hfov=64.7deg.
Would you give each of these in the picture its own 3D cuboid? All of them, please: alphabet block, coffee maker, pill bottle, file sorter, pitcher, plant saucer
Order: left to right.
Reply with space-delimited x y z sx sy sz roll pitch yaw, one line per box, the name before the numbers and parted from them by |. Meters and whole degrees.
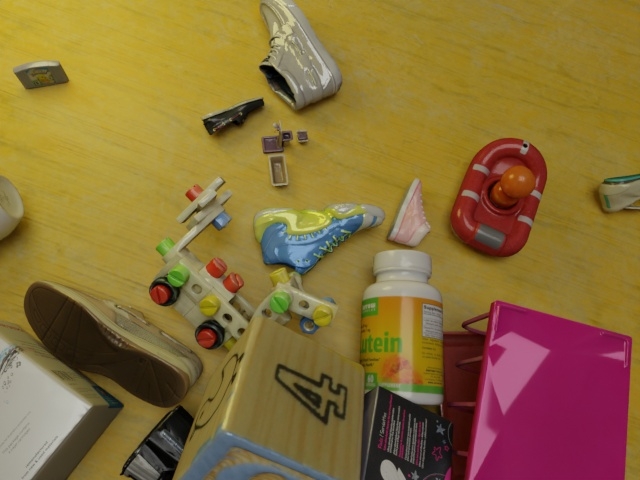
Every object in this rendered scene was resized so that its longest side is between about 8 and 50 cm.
pitcher | -0.605 -0.011 0.841 0.207 0.125 0.177 -22 97 -1
coffee maker | -0.182 0.344 0.779 0.178 0.120 0.171 41 34 6
alphabet block | -0.065 0.262 0.705 0.193 0.192 0.197 30 32 -13
pill bottle | 0.136 0.146 0.850 0.137 0.136 0.245 5 72 -4
plant saucer | 0.326 0.289 0.873 0.259 0.047 0.258 1 72 -6
file sorter | 0.303 0.270 0.756 0.202 0.182 0.290 16 71 0

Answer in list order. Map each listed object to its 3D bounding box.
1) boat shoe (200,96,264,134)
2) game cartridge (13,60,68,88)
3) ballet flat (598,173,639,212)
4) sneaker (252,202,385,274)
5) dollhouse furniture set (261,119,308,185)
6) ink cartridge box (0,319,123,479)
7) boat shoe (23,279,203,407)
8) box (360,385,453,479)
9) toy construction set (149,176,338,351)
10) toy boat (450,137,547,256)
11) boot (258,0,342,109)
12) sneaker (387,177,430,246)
boat shoe | -0.167 -0.246 0.991 0.133 0.049 0.042 -29 106 -20
game cartridge | -0.535 -0.318 0.966 0.083 0.056 0.017 -14 67 -9
ballet flat | 0.678 -0.110 1.026 0.249 0.086 0.086 -14 75 -9
sneaker | 0.000 0.000 0.917 0.240 0.091 0.126 -3 85 0
dollhouse furniture set | -0.061 -0.167 0.955 0.091 0.081 0.114 -6 74 -8
ink cartridge box | -0.454 0.244 0.740 0.233 0.171 0.168 35 72 6
boat shoe | -0.333 0.156 0.823 0.302 0.098 0.109 29 106 2
box | 0.073 0.361 0.708 0.142 0.163 0.247 31 46 -12
toy construction set | -0.143 0.059 0.823 0.215 0.151 0.327 -43 81 19
toy boat | 0.346 -0.092 0.938 0.151 0.151 0.231 24 72 1
boot | -0.075 -0.382 1.012 0.123 0.095 0.258 -33 80 -21
sneaker | 0.181 -0.049 0.962 0.070 0.051 0.134 23 75 0
